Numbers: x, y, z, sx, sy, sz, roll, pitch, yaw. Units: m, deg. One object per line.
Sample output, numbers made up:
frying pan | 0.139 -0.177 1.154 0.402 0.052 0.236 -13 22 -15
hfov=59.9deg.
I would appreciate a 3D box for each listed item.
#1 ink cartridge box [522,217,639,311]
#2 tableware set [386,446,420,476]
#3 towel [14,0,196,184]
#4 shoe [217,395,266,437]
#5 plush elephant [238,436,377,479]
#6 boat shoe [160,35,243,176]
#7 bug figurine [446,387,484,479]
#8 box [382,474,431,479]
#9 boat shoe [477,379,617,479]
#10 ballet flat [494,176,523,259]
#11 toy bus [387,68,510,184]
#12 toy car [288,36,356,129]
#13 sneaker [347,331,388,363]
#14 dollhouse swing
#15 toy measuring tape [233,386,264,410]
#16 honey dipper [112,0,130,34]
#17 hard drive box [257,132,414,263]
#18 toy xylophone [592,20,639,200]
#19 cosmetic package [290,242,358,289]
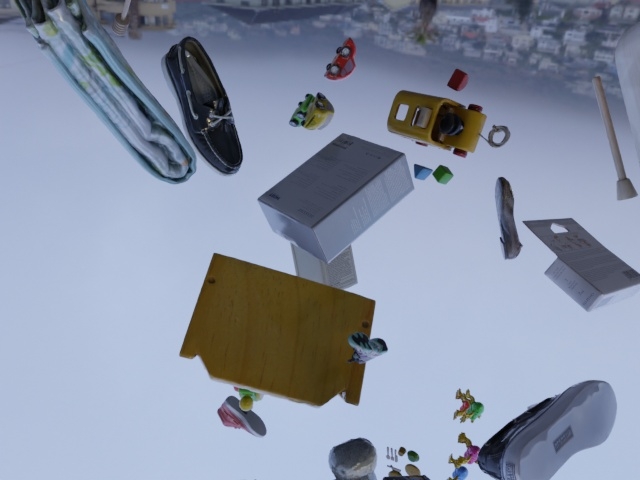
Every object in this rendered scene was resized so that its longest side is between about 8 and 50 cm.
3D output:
ink cartridge box | 0.664 0.051 1.427 0.296 0.066 0.261 -4 -136 -42
tableware set | 0.239 0.651 1.579 0.103 0.154 0.024 7 -156 31
towel | -0.350 -0.288 0.874 0.090 0.374 0.321 -34 -117 -5
shoe | -0.263 0.602 1.852 0.178 0.081 0.063 42 -153 4
plush elephant | 0.018 0.513 0.844 0.271 0.330 0.255 -21 -141 9
boat shoe | -0.243 -0.285 1.192 0.091 0.303 0.114 -24 -173 44
bug figurine | 0.415 0.554 1.572 0.072 0.216 0.279 12 -119 7
box | 0.193 0.673 1.220 0.142 0.248 0.163 13 -172 -34
boat shoe | 0.281 0.234 0.688 0.228 0.080 0.076 -21 -174 -34
ballet flat | 0.512 -0.059 1.504 0.058 0.250 0.084 -10 -155 11
toy bus | 0.220 -0.223 1.051 0.104 0.202 0.191 7 -121 -41
toy car | -0.004 -0.305 1.226 0.053 0.239 0.225 30 158 -17
sneaker | 0.068 0.199 0.992 0.098 0.069 0.038 25 -143 -40
dollhouse swing | -0.099 0.212 1.209 0.346 0.305 0.315 17 -121 -6
toy measuring tape | -0.192 0.380 1.707 0.121 0.121 0.330 6 -137 5
honey dipper | -0.386 -0.464 1.104 0.030 0.031 0.160 -14 173 -32
hard drive box | 0.028 -0.088 1.044 0.232 0.089 0.181 -39 -140 -19
toy xylophone | 0.445 -0.150 0.701 0.081 0.323 0.236 -13 -170 4
cosmetic package | 0.000 0.000 1.640 0.113 0.310 0.160 -7 -174 40
